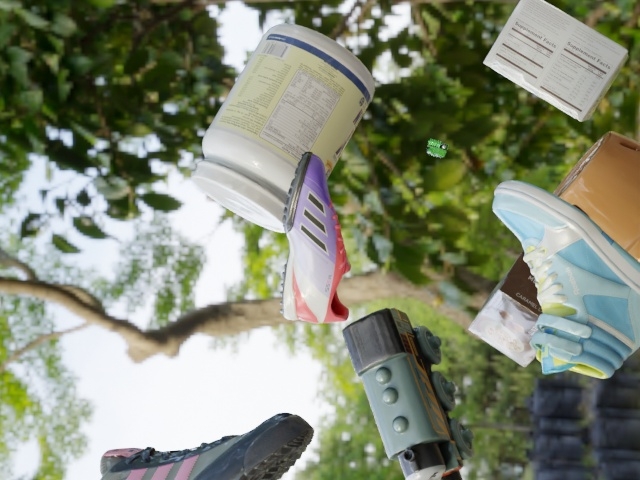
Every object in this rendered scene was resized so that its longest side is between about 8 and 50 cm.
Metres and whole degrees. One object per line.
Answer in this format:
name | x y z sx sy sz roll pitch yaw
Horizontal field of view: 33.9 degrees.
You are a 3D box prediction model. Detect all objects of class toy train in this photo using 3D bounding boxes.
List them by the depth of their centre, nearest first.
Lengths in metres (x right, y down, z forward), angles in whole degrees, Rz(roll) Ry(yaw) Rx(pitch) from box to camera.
toy train | 0.168 -0.133 1.520 0.083 0.017 0.023 -127 58 -80
toy train | 0.148 0.269 1.797 0.190 0.142 0.333 26 -139 -58

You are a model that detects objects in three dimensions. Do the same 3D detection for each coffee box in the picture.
coffee box | 0.390 0.136 2.014 0.098 0.141 0.246 -54 -8 -21

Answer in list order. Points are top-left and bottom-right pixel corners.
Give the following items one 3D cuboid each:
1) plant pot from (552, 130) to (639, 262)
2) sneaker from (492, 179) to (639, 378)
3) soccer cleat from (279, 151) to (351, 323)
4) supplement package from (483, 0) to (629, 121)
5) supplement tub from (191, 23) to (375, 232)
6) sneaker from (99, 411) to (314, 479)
plant pot | 0.537 -0.060 1.891 0.291 0.203 0.291 -50 -4 -5
sneaker | 0.340 0.073 1.533 0.208 0.319 0.127 -49 -6 -9
soccer cleat | 0.000 0.000 1.745 0.108 0.117 0.318 -66 -18 -58
supplement package | 0.432 -0.329 1.903 0.145 0.204 0.262 -59 -10 14
supplement tub | -0.070 -0.202 1.917 0.324 0.235 0.235 -61 -20 -10
sneaker | -0.161 0.248 1.084 0.131 0.319 0.112 56 -178 23
